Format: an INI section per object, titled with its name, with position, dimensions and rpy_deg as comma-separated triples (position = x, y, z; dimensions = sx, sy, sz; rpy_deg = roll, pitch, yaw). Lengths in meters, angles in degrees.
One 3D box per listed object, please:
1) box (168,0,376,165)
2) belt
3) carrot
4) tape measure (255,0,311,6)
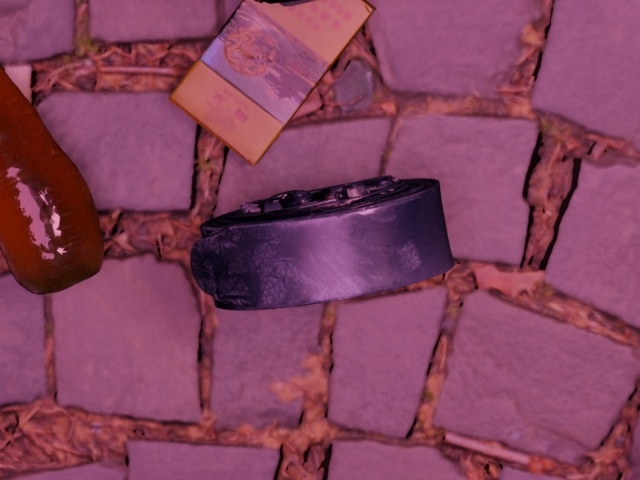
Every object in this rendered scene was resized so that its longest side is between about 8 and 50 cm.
[box]
position = -0.038, -0.143, 1.409
dimensions = 0.087, 0.023, 0.155
rpy_deg = 37, 103, -4
[belt]
position = 0.000, 0.000, 1.370
dimensions = 0.190, 0.141, 0.082
rpy_deg = -9, 98, 12
[carrot]
position = -0.232, -0.053, 1.423
dimensions = 0.087, 0.087, 0.193
rpy_deg = -24, 93, 11
[tape measure]
position = 0.033, -0.270, 1.329
dimensions = 0.181, 0.107, 0.182
rpy_deg = -4, 85, 12
